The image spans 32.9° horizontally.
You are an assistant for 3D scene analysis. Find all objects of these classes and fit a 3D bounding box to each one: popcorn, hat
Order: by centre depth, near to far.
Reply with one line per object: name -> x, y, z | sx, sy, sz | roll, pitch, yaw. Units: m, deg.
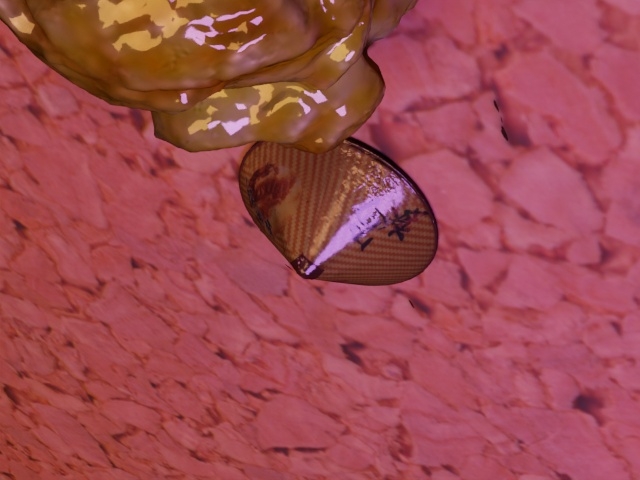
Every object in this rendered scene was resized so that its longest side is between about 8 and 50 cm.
popcorn -> -0.072, -0.174, 0.677 | 0.225, 0.276, 0.276 | -39, 111, 14
hat -> 0.000, 0.000, 0.940 | 0.193, 0.082, 0.193 | 18, 141, 15
